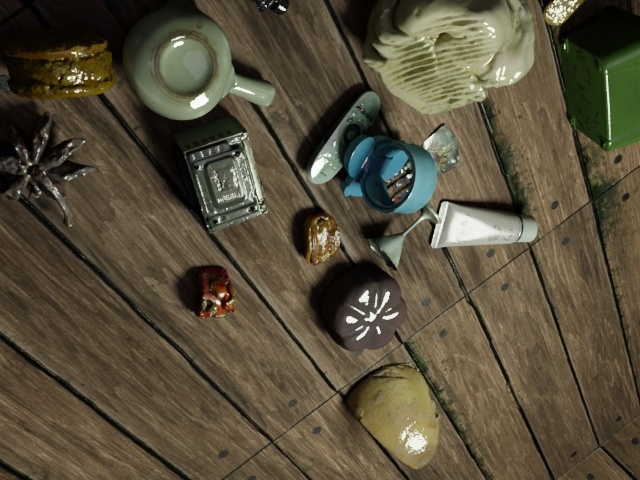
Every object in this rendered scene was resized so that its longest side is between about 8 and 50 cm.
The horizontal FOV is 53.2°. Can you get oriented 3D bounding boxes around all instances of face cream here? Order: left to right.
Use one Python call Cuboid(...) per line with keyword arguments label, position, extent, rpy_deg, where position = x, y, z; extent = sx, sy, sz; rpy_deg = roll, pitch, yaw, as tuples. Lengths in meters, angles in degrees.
Cuboid(label="face cream", position=(0.469, -0.040, 1.834), extent=(0.314, 0.089, 0.143), rpy_deg=(2, 117, -16))

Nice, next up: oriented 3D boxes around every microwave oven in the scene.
Cuboid(label="microwave oven", position=(-0.215, -0.140, 1.383), extent=(0.163, 0.129, 0.205), rpy_deg=(-23, 125, -15))

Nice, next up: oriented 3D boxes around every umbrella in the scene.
Cuboid(label="umbrella", position=(-0.150, -0.515, 1.240), extent=(0.224, 0.080, 0.071), rpy_deg=(23, 71, -39))

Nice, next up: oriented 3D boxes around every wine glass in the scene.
Cuboid(label="wine glass", position=(0.225, -0.020, 1.692), extent=(0.183, 0.122, 0.122), rpy_deg=(-42, 128, -4))

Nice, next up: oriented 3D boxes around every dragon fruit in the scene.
Cuboid(label="dragon fruit", position=(-0.250, 0.145, 1.553), extent=(0.102, 0.096, 0.147), rpy_deg=(-14, 125, -24))

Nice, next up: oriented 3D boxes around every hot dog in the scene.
Cuboid(label="hot dog", position=(-0.003, 0.000, 1.615), extent=(0.099, 0.065, 0.147), rpy_deg=(-16, 122, -30))

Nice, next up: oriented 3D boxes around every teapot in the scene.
Cuboid(label="teapot", position=(-0.238, -0.315, 1.254), extent=(0.220, 0.149, 0.318), rpy_deg=(-50, 127, -4))

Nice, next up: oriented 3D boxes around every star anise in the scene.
Cuboid(label="star anise", position=(-0.544, -0.132, 1.244), extent=(0.209, 0.089, 0.231), rpy_deg=(-42, 117, 10))

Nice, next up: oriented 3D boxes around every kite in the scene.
Cuboid(label="kite", position=(0.263, -0.188, 1.672), extent=(0.245, 0.015, 0.141), rpy_deg=(-38, 127, -7))

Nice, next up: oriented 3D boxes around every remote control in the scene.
Cuboid(label="remote control", position=(0.053, -0.243, 1.514), extent=(0.256, 0.045, 0.097), rpy_deg=(-51, 138, 3))

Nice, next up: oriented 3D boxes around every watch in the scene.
Cuboid(label="watch", position=(0.169, -0.147, 1.518), extent=(0.211, 0.193, 0.211), rpy_deg=(-28, 141, -25))

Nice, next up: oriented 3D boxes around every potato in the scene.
Cuboid(label="potato", position=(0.246, 0.522, 1.933), extent=(0.211, 0.264, 0.189), rpy_deg=(-47, 137, 11))

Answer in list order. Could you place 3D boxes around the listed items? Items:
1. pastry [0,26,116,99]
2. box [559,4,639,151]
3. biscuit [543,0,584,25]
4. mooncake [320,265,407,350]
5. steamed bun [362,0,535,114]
Cuboid(label="pastry", position=(-0.463, -0.312, 1.128), extent=(0.188, 0.189, 0.103), rpy_deg=(-11, 119, -21))
Cuboid(label="box", position=(0.755, -0.405, 1.660), extent=(0.177, 0.253, 0.329), rpy_deg=(-26, 126, 0))
Cuboid(label="biscuit", position=(0.613, -0.596, 1.579), extent=(0.071, 0.018, 0.147), rpy_deg=(24, 128, -22))
Cuboid(label="mooncake", position=(0.119, 0.191, 1.753), extent=(0.245, 0.133, 0.245), rpy_deg=(-10, 114, -22))
Cuboid(label="steamed bun", position=(0.280, -0.449, 1.364), extent=(0.352, 0.339, 0.247), rpy_deg=(32, 63, -33))
